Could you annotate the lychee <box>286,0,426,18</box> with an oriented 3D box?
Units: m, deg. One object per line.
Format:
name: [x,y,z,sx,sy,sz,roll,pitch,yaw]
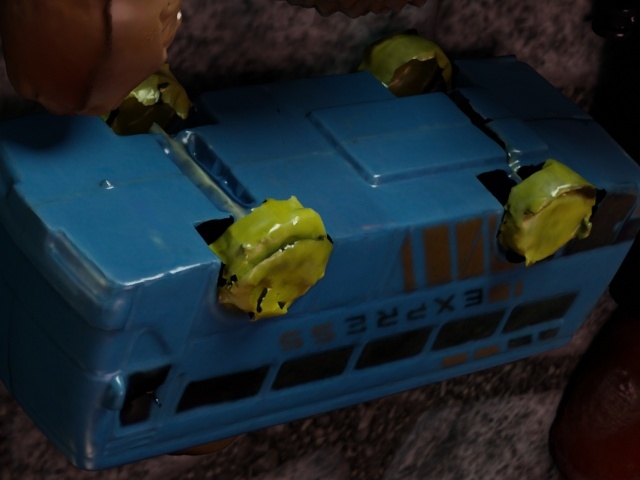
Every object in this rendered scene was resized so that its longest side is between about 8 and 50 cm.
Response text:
lychee: [0.033,-0.191,0.856,0.165,0.165,0.197,6,148,-46]

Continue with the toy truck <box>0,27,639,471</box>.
toy truck: [0.000,0.000,0.982,0.385,0.161,0.162,-11,135,-40]

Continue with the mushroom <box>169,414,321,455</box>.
mushroom: [-0.047,0.082,1.057,0.130,0.073,0.088,-5,117,-2]

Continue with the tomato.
tomato: [0.287,0.118,1.391,0.228,0.101,0.228,-24,131,-31]

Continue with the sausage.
sausage: [-0.086,-0.243,0.760,0.094,0.094,0.418,-20,132,-37]

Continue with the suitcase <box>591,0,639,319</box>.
suitcase: [0.331,-0.077,1.246,0.335,0.152,0.229,-21,133,-34]
